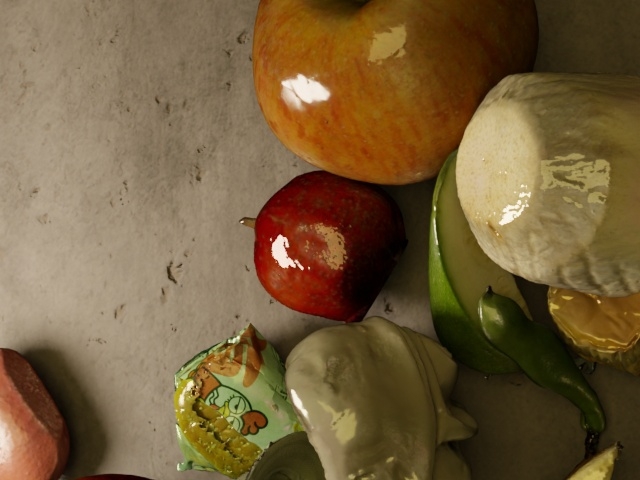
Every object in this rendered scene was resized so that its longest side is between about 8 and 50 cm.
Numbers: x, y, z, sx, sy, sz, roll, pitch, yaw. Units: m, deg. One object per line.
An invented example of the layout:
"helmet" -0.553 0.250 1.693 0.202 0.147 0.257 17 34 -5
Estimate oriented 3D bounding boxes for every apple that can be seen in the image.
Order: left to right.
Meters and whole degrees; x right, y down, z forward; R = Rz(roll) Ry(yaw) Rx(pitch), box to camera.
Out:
"apple" 0.101 -0.278 1.747 0.400 0.333 0.400 0 60 1

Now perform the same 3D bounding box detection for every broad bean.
"broad bean" 0.305 0.181 1.723 0.098 0.056 0.318 -41 111 -22

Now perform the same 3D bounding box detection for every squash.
"squash" 0.211 0.049 1.708 0.111 0.289 0.203 -36 59 -26

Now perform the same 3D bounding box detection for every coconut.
"coconut" 0.337 -0.076 1.604 0.328 0.329 0.329 -2 82 15

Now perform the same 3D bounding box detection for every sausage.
"sausage" -0.475 0.270 1.952 0.148 0.148 0.254 -40 81 7

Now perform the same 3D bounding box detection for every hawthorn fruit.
"hawthorn fruit" 0.000 0.000 1.836 0.249 0.215 0.215 14 86 21

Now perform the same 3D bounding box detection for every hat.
"hat" -0.077 0.381 1.785 0.110 0.252 0.252 1 82 37

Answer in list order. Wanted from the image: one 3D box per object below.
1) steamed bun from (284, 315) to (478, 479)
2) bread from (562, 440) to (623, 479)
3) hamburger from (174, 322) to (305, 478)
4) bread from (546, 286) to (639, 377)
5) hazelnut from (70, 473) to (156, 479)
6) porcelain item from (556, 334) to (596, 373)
"steamed bun" 0.106 0.251 1.712 0.219 0.310 0.324 -29 79 4
"bread" 0.366 0.363 1.660 0.178 0.240 0.135 -46 74 5
"hamburger" -0.132 0.262 1.865 0.235 0.125 0.214 -32 88 6
"bread" 0.429 0.057 1.740 0.179 0.133 0.250 33 86 20
"hazelnut" -0.276 0.536 1.756 0.402 0.402 0.429 -12 85 13
"porcelain item" 0.320 0.168 1.813 0.136 0.021 0.075 32 96 17
